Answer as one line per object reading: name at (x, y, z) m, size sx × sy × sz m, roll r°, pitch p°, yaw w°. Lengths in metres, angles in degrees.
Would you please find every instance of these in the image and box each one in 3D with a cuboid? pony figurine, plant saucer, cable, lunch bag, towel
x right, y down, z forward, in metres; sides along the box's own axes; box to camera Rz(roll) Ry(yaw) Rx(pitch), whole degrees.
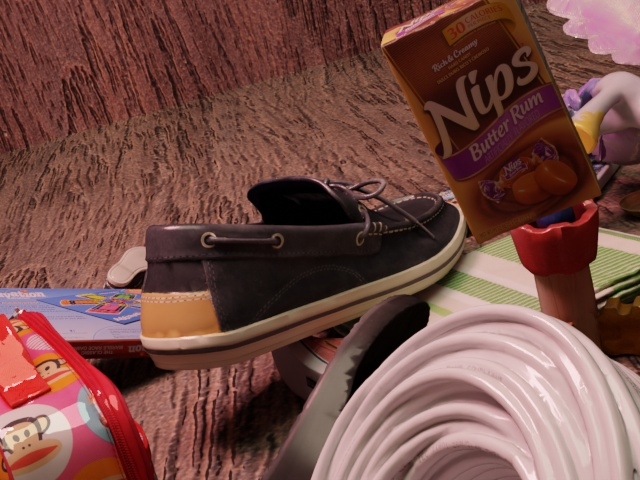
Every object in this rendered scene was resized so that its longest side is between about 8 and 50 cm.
pony figurine at (0.387, -0.169, 1.352) m, size 0.351 × 0.303 × 0.363 m, roll 23°, pitch 44°, yaw 31°
plant saucer at (0.418, -0.046, 1.362) m, size 0.083 × 0.015 × 0.083 m, roll -13°, pitch 19°, yaw 4°
cable at (0.082, 0.165, 0.543) m, size 0.089 × 0.257 × 0.257 m, roll 23°, pitch 23°, yaw -29°
lunch bag at (-0.211, 0.173, 0.837) m, size 0.120 × 0.258 × 0.293 m, roll -23°, pitch 21°, yaw -23°
towel at (0.206, 0.060, 1.195) m, size 0.324 × 0.038 × 0.248 m, roll -24°, pitch 20°, yaw -21°

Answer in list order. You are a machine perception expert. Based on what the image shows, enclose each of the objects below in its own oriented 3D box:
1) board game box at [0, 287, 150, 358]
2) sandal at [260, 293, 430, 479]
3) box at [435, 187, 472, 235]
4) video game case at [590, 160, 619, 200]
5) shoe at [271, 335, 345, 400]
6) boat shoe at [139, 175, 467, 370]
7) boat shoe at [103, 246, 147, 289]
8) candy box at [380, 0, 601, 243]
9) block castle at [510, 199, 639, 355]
board game box at (-0.286, 0.096, 1.270) m, size 0.281 × 0.027 × 0.145 m, roll 2°, pitch 22°, yaw -31°
sandal at (0.017, 0.204, 0.795) m, size 0.107 × 0.168 × 0.446 m, roll 18°, pitch 37°, yaw 15°
box at (0.126, -0.017, 1.472) m, size 0.207 × 0.036 × 0.114 m, roll -20°, pitch 19°, yaw -14°
video game case at (0.331, -0.091, 1.553) m, size 0.173 × 0.022 × 0.190 m, roll -3°, pitch 21°, yaw 33°
shoe at (0.017, 0.127, 1.111) m, size 0.081 × 0.064 × 0.178 m, roll -19°, pitch 21°, yaw -23°
boat shoe at (0.000, 0.000, 1.193) m, size 0.186 × 0.156 × 0.500 m, roll -4°, pitch 10°, yaw 42°
boat shoe at (-0.280, 0.048, 1.598) m, size 0.046 × 0.038 × 0.125 m, roll 32°, pitch 29°, yaw 2°
candy box at (0.137, -0.102, 0.862) m, size 0.109 × 0.187 × 0.053 m, roll -23°, pitch 19°, yaw 18°
block castle at (0.260, 0.077, 0.822) m, size 0.303 × 0.213 × 0.453 m, roll -6°, pitch 20°, yaw 25°
